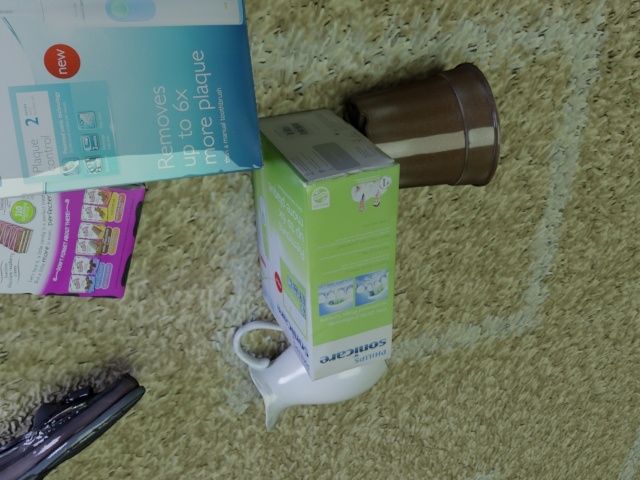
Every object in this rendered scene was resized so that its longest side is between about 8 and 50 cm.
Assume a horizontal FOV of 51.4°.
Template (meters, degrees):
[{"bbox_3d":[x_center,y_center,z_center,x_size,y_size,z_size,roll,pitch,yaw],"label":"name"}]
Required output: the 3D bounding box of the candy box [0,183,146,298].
[{"bbox_3d":[-0.337,-0.020,0.771,0.233,0.071,0.159,6,115,-29],"label":"candy box"}]

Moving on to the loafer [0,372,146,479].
[{"bbox_3d":[-0.384,0.272,0.910,0.302,0.109,0.095,-39,84,-1],"label":"loafer"}]

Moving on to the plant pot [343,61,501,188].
[{"bbox_3d":[0.124,-0.139,0.876,0.165,0.167,0.167,-11,123,-9],"label":"plant pot"}]

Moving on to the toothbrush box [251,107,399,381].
[{"bbox_3d":[0.000,0.000,0.860,0.122,0.206,0.283,-15,124,-18],"label":"toothbrush box"}]

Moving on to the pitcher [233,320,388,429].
[{"bbox_3d":[-0.016,0.177,1.024,0.207,0.125,0.178,-23,111,2],"label":"pitcher"}]

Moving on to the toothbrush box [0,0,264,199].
[{"bbox_3d":[-0.224,-0.161,0.665,0.295,0.126,0.216,-8,98,-20],"label":"toothbrush box"}]
